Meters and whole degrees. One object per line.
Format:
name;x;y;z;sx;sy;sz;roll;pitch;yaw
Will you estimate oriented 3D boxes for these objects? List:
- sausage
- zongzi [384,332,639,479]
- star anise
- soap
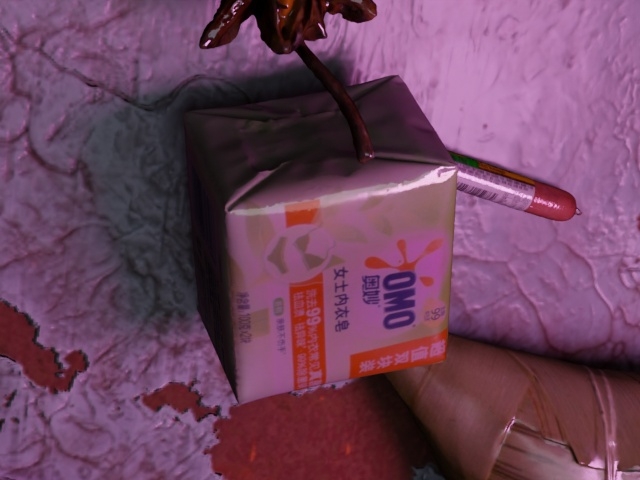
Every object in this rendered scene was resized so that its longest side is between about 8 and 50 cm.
sausage;0.129;-0.053;1.116;0.223;0.029;0.029;17;104;-22
zongzi;0.164;0.296;1.198;0.418;0.181;0.447;17;108;-6
star anise;-0.034;-0.177;0.954;0.177;0.073;0.234;11;66;-7
soap;0.000;0.000;1.018;0.182;0.138;0.199;-11;127;-14
